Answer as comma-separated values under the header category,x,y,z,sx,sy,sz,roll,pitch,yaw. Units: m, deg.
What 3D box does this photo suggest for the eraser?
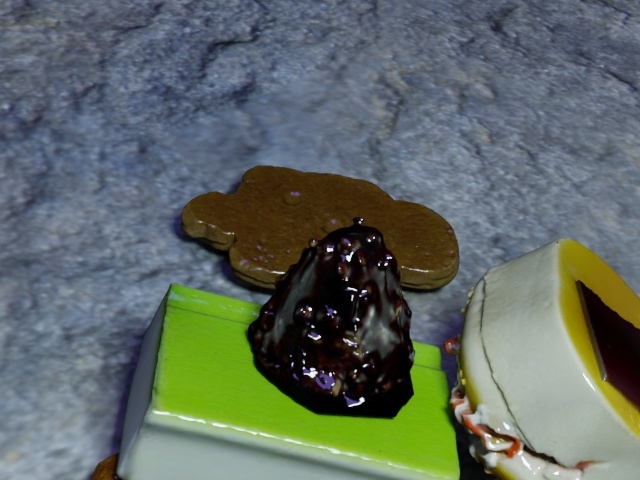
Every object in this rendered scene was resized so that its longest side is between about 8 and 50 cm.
category,x,y,z,sx,sy,sz,roll,pitch,yaw
eraser,-0.026,0.144,1.441,0.274,0.092,0.210,14,31,-9

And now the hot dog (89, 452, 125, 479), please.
category,x,y,z,sx,sy,sz,roll,pitch,yaw
hot dog,-0.164,0.210,1.373,0.058,0.035,0.083,9,27,-4

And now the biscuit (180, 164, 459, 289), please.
category,x,y,z,sx,sy,sz,roll,pitch,yaw
biscuit,0.000,0.000,1.717,0.290,0.041,0.208,8,34,-4

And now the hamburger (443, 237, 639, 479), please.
category,x,y,z,sx,sy,sz,roll,pitch,yaw
hamburger,0.223,0.128,1.499,0.227,0.151,0.295,40,22,-10

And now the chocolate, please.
category,x,y,z,sx,sy,sz,roll,pitch,yaw
chocolate,0.022,0.052,1.406,0.156,0.133,0.156,13,30,-8
